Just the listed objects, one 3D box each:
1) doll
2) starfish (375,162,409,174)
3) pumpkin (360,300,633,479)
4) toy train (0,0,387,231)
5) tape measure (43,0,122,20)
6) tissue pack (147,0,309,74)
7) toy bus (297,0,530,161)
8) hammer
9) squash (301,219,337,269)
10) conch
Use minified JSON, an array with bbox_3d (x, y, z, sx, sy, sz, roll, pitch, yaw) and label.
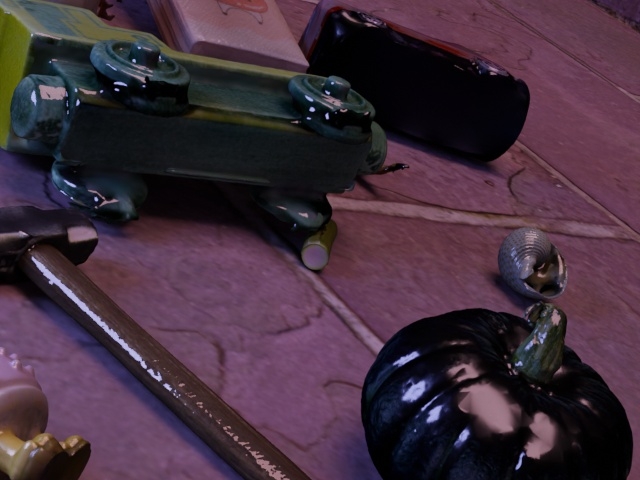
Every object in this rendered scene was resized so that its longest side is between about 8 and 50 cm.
[{"bbox_3d":[-0.220,0.079,0.706,0.207,0.081,0.129,31,4,20],"label":"doll"},{"bbox_3d":[0.042,-0.090,1.398,0.130,0.041,0.133,30,27,34],"label":"starfish"},{"bbox_3d":[0.122,0.130,0.877,0.194,0.150,0.194,5,57,-8],"label":"pumpkin"},{"bbox_3d":[-0.120,-0.117,1.155,0.369,0.150,0.237,5,24,-35],"label":"toy train"},{"bbox_3d":[-0.336,-0.261,1.282,0.265,0.130,0.258,16,23,-7],"label":"tape measure"},{"bbox_3d":[-0.143,-0.318,1.578,0.170,0.071,0.325,6,44,-35],"label":"tissue pack"},{"bbox_3d":[0.114,-0.209,1.626,0.303,0.127,0.147,17,21,-20],"label":"toy bus"},{"bbox_3d":[-0.105,0.092,0.859,0.365,0.043,0.111,39,24,25],"label":"hammer"},{"bbox_3d":[0.000,0.000,1.176,0.027,0.027,0.083,24,21,-2],"label":"squash"},{"bbox_3d":[0.215,0.029,1.300,0.076,0.056,0.085,38,50,-12],"label":"conch"}]
